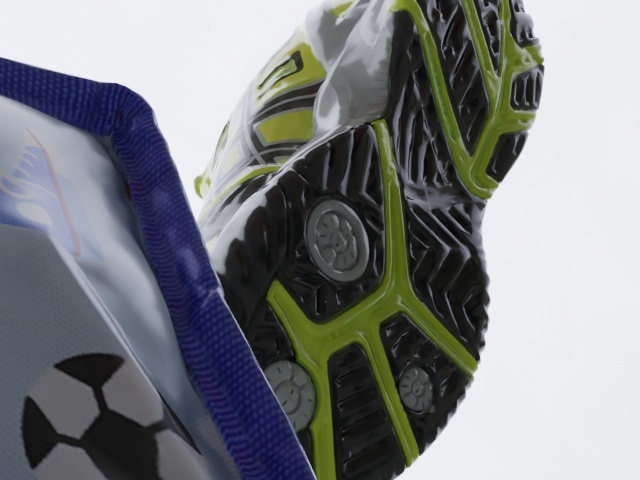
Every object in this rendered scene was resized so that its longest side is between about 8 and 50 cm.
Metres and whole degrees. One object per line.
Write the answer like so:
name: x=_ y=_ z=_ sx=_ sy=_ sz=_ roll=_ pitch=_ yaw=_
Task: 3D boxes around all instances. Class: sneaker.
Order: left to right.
sneaker: x=0.000 y=0.000 z=0.763 sx=0.145 sy=0.147 sz=0.385 roll=51 pitch=-137 yaw=-21

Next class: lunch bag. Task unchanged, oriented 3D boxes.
lunch bag: x=-0.252 y=0.083 z=0.353 sx=0.385 sy=0.239 sz=0.328 roll=13 pitch=-60 yaw=-33
